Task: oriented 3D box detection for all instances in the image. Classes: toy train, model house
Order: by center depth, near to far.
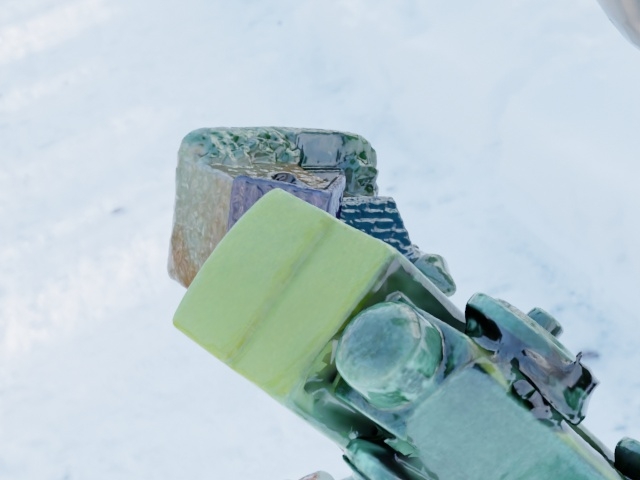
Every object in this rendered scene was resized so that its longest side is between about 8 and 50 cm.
[{"bbox_3d":[0.101,0.129,0.844,0.150,0.369,0.237,-53,40,-6],"label":"toy train"},{"bbox_3d":[0.000,0.000,1.674,0.312,0.245,0.280,0,17,-32],"label":"model house"}]

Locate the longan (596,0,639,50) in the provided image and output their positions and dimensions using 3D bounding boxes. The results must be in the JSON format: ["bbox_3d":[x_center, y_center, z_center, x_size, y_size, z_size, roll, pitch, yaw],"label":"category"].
[{"bbox_3d":[0.461,-0.388,1.552,0.336,0.404,0.404,-11,24,30],"label":"longan"}]

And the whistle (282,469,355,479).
[{"bbox_3d":[-0.015,0.380,1.823,0.253,0.101,0.105,-26,29,21],"label":"whistle"}]

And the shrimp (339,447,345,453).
[{"bbox_3d":[0.100,0.156,1.487,0.233,0.365,0.071,-41,-6,14],"label":"shrimp"}]
